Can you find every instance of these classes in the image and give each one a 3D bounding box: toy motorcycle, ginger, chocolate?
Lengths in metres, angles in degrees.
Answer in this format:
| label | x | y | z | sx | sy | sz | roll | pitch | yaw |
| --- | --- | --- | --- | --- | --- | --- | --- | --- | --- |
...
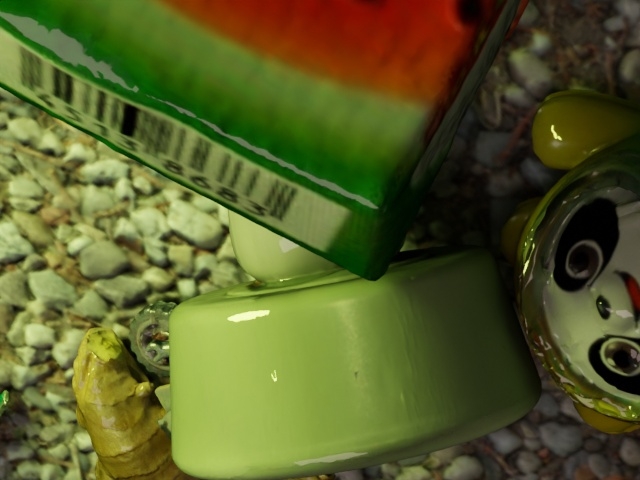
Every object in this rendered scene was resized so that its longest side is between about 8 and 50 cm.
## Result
| label | x | y | z | sx | sy | sz | roll | pitch | yaw |
| --- | --- | --- | --- | --- | --- | --- | --- | --- | --- |
| toy motorcycle | -0.068 | 0.139 | 1.493 | 0.129 | 0.094 | 0.229 | -32 | 99 | 30 |
| ginger | -0.166 | 0.178 | 1.555 | 0.115 | 0.081 | 0.205 | 26 | 139 | 38 |
| chocolate | -0.035 | -0.204 | 1.148 | 0.360 | 0.161 | 0.341 | 28 | 83 | -1 |

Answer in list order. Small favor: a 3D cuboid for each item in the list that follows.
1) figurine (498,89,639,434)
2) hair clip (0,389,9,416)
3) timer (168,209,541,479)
| label | x | y | z | sx | sy | sz | roll | pitch | yaw |
| --- | --- | --- | --- | --- | --- | --- | --- | --- | --- |
| figurine | 0.298 | 0.010 | 1.254 | 0.340 | 0.231 | 0.324 | -24 | 86 | 35 |
| hair clip | -0.340 | 0.207 | 1.642 | 0.049 | 0.049 | 0.173 | 28 | 125 | -2 |
| timer | 0.000 | 0.000 | 1.317 | 0.290 | 0.291 | 0.315 | -11 | 92 | 21 |
